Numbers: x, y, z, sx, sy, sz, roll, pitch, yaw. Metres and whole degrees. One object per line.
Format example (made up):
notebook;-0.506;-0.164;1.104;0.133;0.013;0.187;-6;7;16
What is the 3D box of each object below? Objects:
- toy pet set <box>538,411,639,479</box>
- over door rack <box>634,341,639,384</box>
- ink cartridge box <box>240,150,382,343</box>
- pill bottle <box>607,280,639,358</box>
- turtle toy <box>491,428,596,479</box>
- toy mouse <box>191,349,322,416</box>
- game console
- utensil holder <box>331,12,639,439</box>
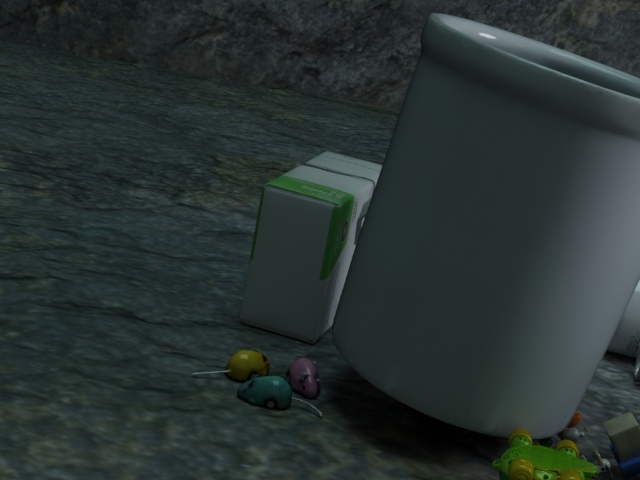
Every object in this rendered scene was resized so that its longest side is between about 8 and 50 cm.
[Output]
toy pet set;0.313;0.242;1.228;0.114;0.065;0.122;-24;12;8
over door rack;0.533;0.137;1.367;0.239;0.108;0.324;10;-12;12
ink cartridge box;0.000;0.000;1.541;0.114;0.199;0.273;15;18;14
pill bottle;0.536;0.123;1.581;0.229;0.131;0.131;14;17;9
turtle toy;0.237;0.247;1.112;0.130;0.066;0.095;13;17;7
toy mouse;-0.044;0.162;1.278;0.161;0.031;0.143;-5;23;-41
game console;0.148;0.166;1.276;0.124;0.085;0.144;49;14;-9
utensil holder;0.211;-0.018;1.232;0.327;0.386;0.327;18;16;-5
